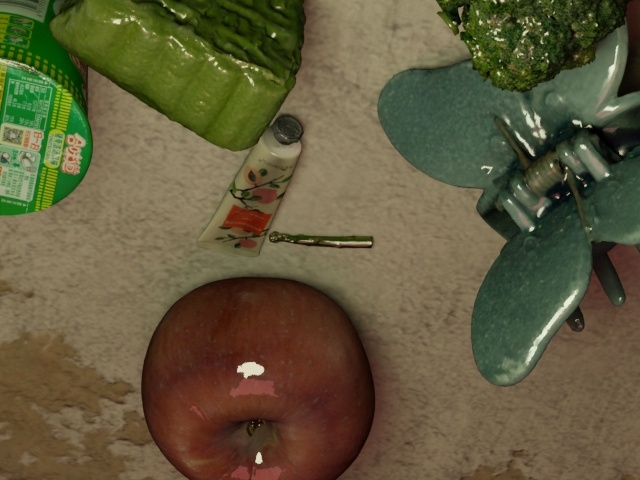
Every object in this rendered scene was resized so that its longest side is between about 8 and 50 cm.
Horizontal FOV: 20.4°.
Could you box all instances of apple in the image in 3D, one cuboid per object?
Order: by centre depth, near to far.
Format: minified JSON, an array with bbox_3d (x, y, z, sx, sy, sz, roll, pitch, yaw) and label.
[{"bbox_3d":[-0.072,0.174,2.170,0.305,0.235,0.306,-1,129,-1],"label":"apple"}]

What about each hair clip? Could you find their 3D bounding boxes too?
[{"bbox_3d":[0.293,-0.060,1.936,0.318,0.392,0.238,-38,147,27],"label":"hair clip"}]

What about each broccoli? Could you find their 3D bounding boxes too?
[{"bbox_3d":[0.176,-0.294,1.728,0.283,0.304,0.321,4,118,44],"label":"broccoli"}]

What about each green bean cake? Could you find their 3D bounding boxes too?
[{"bbox_3d":[-0.141,-0.226,1.814,0.248,0.222,0.125,22,130,-15],"label":"green bean cake"}]

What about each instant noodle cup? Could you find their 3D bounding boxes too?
[{"bbox_3d":[-0.327,-0.177,1.851,0.207,0.233,0.207,1,132,1],"label":"instant noodle cup"}]

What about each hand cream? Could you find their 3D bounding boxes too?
[{"bbox_3d":[-0.077,-0.057,2.091,0.080,0.050,0.234,12,138,-16],"label":"hand cream"}]

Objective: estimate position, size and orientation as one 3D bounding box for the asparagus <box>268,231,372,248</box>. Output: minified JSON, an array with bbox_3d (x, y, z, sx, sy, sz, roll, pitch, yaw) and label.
[{"bbox_3d":[0.000,0.000,2.156,0.127,0.015,0.018,2,123,-2],"label":"asparagus"}]
